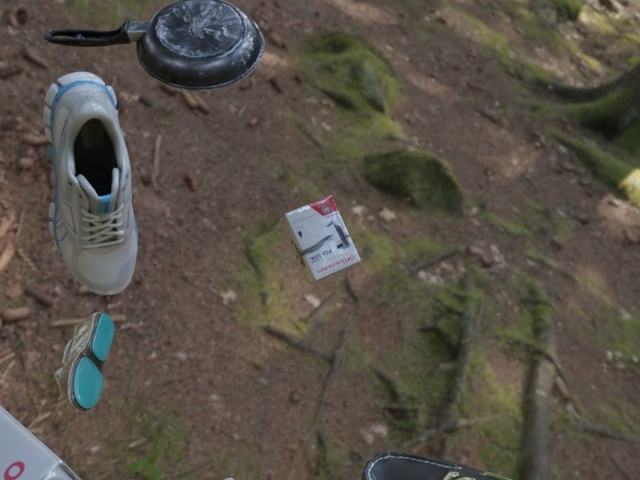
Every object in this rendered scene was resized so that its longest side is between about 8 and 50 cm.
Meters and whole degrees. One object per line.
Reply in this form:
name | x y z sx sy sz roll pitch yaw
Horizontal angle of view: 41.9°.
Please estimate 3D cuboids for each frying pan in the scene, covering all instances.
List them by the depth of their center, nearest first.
frying pan | -0.243 -0.333 1.297 0.326 0.053 0.197 23 57 12

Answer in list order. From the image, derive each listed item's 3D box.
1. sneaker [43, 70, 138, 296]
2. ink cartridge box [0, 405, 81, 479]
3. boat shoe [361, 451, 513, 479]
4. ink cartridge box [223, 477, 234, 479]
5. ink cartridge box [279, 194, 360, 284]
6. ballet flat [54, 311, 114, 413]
sneaker | -0.180 -0.031 0.662 0.071 0.190 0.083 -14 31 -19
ink cartridge box | -0.395 0.259 0.833 0.306 0.131 0.226 26 61 36
boat shoe | 0.124 0.212 0.637 0.228 0.068 0.081 18 55 34
ink cartridge box | -0.194 0.417 1.144 0.198 0.115 0.067 -20 38 -16
ink cartridge box | 0.000 0.000 1.527 0.099 0.056 0.135 -24 85 -17
ballet flat | -0.367 0.193 1.278 0.206 0.067 0.073 -89 154 -58
